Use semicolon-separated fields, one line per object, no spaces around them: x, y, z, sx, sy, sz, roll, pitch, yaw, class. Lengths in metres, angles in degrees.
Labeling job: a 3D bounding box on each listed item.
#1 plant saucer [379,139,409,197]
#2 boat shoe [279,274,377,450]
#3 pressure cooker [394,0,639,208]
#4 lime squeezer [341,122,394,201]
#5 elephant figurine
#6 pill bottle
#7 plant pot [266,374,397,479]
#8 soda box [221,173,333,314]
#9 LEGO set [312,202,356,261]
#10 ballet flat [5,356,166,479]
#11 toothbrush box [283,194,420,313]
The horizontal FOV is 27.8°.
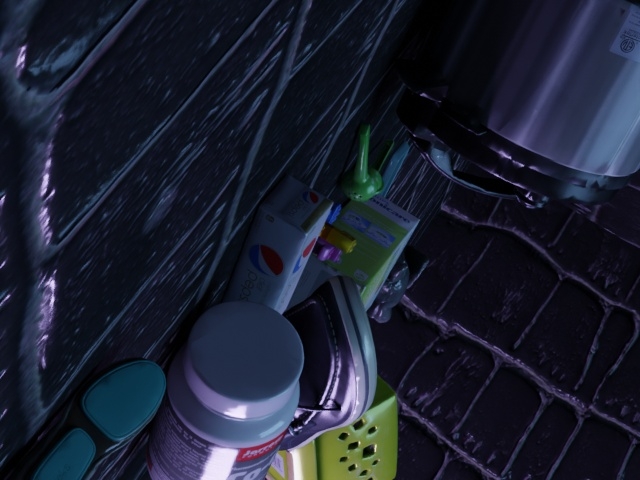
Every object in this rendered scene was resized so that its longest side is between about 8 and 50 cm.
0.120;-0.103;2.446;0.067;0.018;0.192;-50;170;-47;plant saucer
-0.044;0.201;1.880;0.156;0.186;0.500;-8;159;-22;boat shoe
0.324;-0.246;1.843;0.375;0.370;0.420;-36;154;-62;pressure cooker
0.068;-0.114;1.985;0.310;0.059;0.109;-2;93;-79;lime squeezer
0.119;0.026;2.489;0.239;0.186;0.169;-58;151;-44;elephant figurine
-0.116;0.206;1.582;0.161;0.161;0.283;-53;171;-37;pill bottle
-0.011;0.326;2.270;0.207;0.228;0.227;-26;134;-28;plant pot
-0.057;0.024;1.588;0.074;0.069;0.216;-51;170;-43;soda box
0.000;0.000;1.769;0.087;0.093;0.227;-61;172;17;LEGO set
-0.225;0.183;1.208;0.068;0.072;0.213;-28;-166;41;ballet flat
0.032;0.064;2.143;0.206;0.122;0.283;-62;173;30;toothbrush box
